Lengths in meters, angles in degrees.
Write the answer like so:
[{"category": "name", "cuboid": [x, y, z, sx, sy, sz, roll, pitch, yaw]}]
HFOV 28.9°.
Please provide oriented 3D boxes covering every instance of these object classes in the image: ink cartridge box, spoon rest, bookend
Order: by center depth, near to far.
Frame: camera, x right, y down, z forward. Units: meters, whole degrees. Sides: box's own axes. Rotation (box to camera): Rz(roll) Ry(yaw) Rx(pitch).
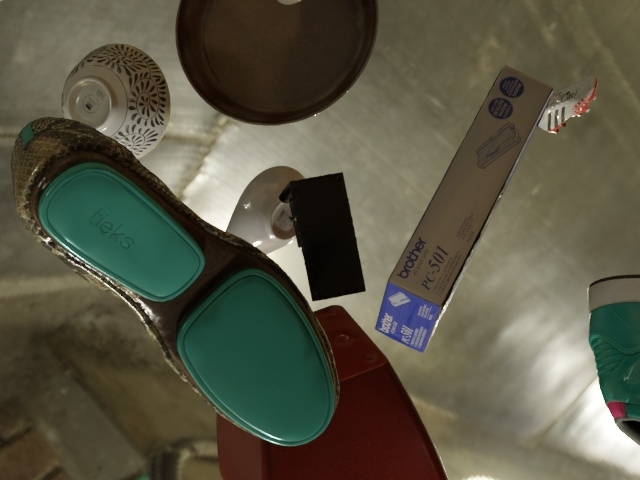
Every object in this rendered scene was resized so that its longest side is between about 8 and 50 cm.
[{"category": "ink cartridge box", "cuboid": [0.109, -0.024, 0.950, 0.207, 0.046, 0.097, -60, 171, -24]}, {"category": "bookend", "cuboid": [0.000, 0.000, 1.648, 0.072, 0.156, 0.157, -11, 178, -8]}, {"category": "spoon rest", "cuboid": [-0.108, 0.009, 1.925, 0.137, 0.084, 0.276, 38, 80, -43]}]

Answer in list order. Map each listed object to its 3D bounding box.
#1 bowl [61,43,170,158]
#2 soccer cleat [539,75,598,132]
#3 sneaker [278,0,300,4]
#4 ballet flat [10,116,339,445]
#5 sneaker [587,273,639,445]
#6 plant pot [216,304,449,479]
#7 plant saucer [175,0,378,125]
[{"category": "bowl", "cuboid": [-0.302, -0.191, 1.738, 0.170, 0.170, 0.080, -56, 166, 19]}, {"category": "soccer cleat", "cuboid": [0.217, -0.124, 1.113, 0.083, 0.035, 0.029, -44, -152, 58]}, {"category": "sneaker", "cuboid": [-0.020, -0.369, 1.686, 0.152, 0.061, 0.054, -19, -141, 50]}, {"category": "ballet flat", "cuboid": [-0.148, 0.032, 1.337, 0.164, 0.182, 0.483, -41, 125, 3]}, {"category": "sneaker", "cuboid": [0.377, 0.134, 1.078, 0.124, 0.295, 0.178, 89, 6, -73]}, {"category": "plant pot", "cuboid": [-0.003, 0.247, 1.701, 0.267, 0.267, 0.236, -19, 118, -14]}, {"category": "plant saucer", "cuboid": [-0.062, -0.317, 1.848, 0.310, 0.310, 0.050, -48, 164, 2]}]
